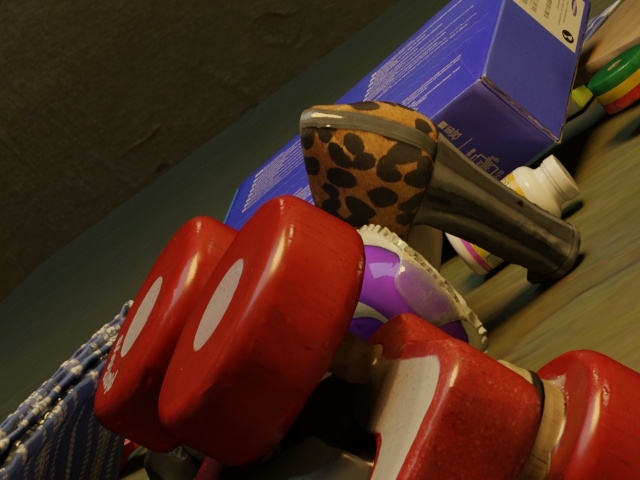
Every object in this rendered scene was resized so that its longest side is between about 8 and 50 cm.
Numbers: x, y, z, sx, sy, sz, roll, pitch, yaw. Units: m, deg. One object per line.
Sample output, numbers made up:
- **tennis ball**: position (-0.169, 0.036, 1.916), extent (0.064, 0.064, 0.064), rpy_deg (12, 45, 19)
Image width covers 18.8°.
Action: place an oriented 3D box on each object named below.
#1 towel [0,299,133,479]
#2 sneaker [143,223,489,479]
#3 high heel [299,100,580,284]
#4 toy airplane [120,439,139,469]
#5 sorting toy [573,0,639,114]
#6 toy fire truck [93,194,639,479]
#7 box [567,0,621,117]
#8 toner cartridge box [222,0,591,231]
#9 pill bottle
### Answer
- **towel**: position (-0.215, 0.210, 1.206), extent (0.336, 0.040, 0.243), rpy_deg (-46, -18, -41)
- **sneaker**: position (-0.019, 0.095, 1.081), extent (0.146, 0.102, 0.293), rpy_deg (-45, 4, -28)
- **high heel**: position (0.000, 0.000, 1.148), extent (0.261, 0.186, 0.093), rpy_deg (-28, 43, 43)
- **toy airplane**: position (-0.150, 0.155, 1.522), extent (0.151, 0.028, 0.151), rpy_deg (-37, 10, 7)
- **sorting toy**: position (0.250, -0.153, 1.376), extent (0.274, 0.046, 0.132), rpy_deg (-46, 11, -35)
- **toy fire truck**: position (-0.015, 0.133, 0.747), extent (0.254, 0.169, 0.302), rpy_deg (-65, 14, -10)
- **box**: position (0.167, -0.115, 1.533), extent (0.178, 0.042, 0.109), rpy_deg (-31, 13, 43)
- **toner cartridge box**: position (0.044, -0.053, 1.409), extent (0.348, 0.075, 0.165), rpy_deg (-39, 21, 40)
- **pill bottle**: position (0.122, -0.017, 1.222), extent (0.083, 0.043, 0.043), rpy_deg (-37, 9, 12)
